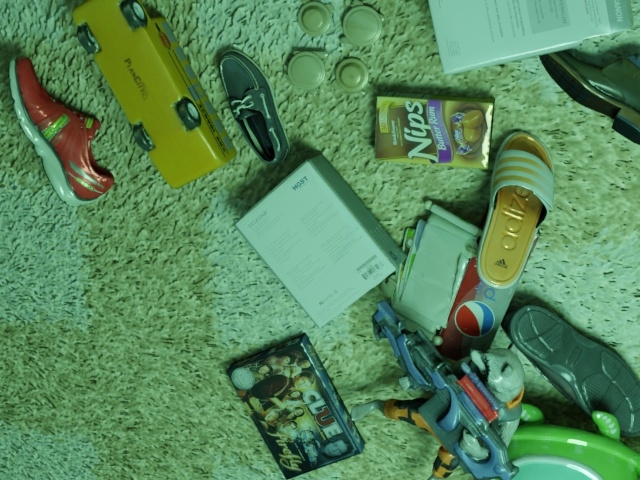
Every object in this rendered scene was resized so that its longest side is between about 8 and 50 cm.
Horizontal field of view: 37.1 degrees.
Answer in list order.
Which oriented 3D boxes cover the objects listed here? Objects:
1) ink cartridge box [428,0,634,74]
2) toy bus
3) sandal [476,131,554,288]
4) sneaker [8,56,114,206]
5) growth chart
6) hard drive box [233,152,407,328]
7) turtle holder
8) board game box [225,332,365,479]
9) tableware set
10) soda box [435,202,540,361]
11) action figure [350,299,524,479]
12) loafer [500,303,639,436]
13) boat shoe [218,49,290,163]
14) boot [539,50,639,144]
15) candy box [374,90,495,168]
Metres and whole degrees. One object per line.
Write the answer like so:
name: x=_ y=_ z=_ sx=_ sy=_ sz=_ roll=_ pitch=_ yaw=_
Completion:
ink cartridge box: x=0.285 y=-0.418 z=1.374 sx=0.272 sy=0.130 sz=0.309 roll=-10 pitch=98 yaw=15
toy bus: x=-0.270 y=-0.256 z=1.574 sx=0.108 sy=0.130 sz=0.332 roll=-24 pitch=102 yaw=20
sandal: x=0.312 y=-0.053 z=1.473 sx=0.102 sy=0.076 sz=0.265 roll=17 pitch=71 yaw=-4
sneaker: x=-0.447 y=-0.199 z=1.667 sx=0.118 sy=0.107 sz=0.279 roll=-25 pitch=105 yaw=0
growth chart: x=0.180 y=0.053 z=1.591 sx=0.172 sy=0.021 sz=0.237 roll=40 pitch=120 yaw=41
hard drive box: x=0.000 y=0.000 z=1.608 sx=0.181 sy=0.089 sz=0.232 roll=-39 pitch=90 yaw=21
turtle holder: x=0.420 y=0.425 z=1.567 sx=0.321 sy=0.227 sz=0.243 roll=18 pitch=151 yaw=-4
board game box: x=-0.045 y=0.309 z=1.762 sx=0.165 sy=0.042 sz=0.243 roll=-24 pitch=102 yaw=19
tableware set: x=0.022 y=-0.313 z=1.550 sx=0.141 sy=0.020 sz=0.168 roll=14 pitch=110 yaw=6
soda box: x=0.274 y=0.077 z=1.590 sx=0.092 sy=0.083 sz=0.263 roll=21 pitch=111 yaw=4
action figure: x=0.199 y=0.247 z=1.575 sx=0.330 sy=0.179 sz=0.341 roll=-40 pitch=76 yaw=42
loafer: x=0.429 y=0.212 z=1.613 sx=0.302 sy=0.095 sz=0.109 roll=41 pitch=82 yaw=-8
boat shoe: x=-0.113 y=-0.220 z=1.586 sx=0.075 sy=0.065 sz=0.206 roll=-22 pitch=102 yaw=19
boot: x=0.445 y=-0.251 z=1.462 sx=0.219 sy=0.082 sz=0.106 roll=42 pitch=86 yaw=8
candy box: x=0.183 y=-0.179 z=1.542 sx=0.187 sy=0.053 sz=0.109 roll=5 pitch=110 yaw=12
